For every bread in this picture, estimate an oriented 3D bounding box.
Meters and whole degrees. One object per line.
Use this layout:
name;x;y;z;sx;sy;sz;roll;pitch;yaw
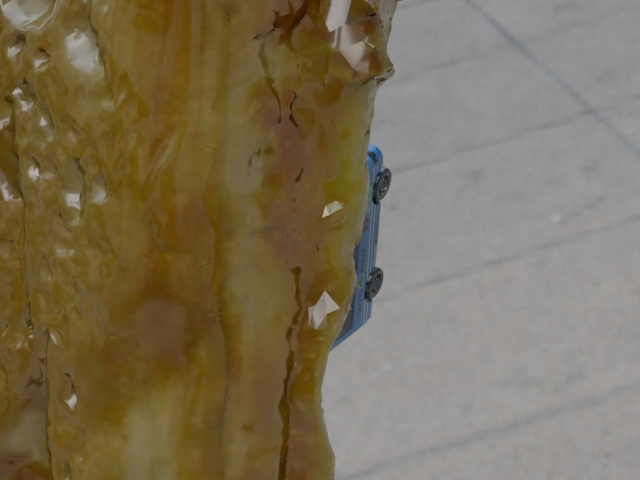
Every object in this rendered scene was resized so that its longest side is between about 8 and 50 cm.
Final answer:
bread;-0.046;-0.001;0.383;0.139;0.271;0.077;9;11;28

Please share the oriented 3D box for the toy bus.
toy bus;0.000;0.000;0.655;0.038;0.083;0.046;20;36;24
